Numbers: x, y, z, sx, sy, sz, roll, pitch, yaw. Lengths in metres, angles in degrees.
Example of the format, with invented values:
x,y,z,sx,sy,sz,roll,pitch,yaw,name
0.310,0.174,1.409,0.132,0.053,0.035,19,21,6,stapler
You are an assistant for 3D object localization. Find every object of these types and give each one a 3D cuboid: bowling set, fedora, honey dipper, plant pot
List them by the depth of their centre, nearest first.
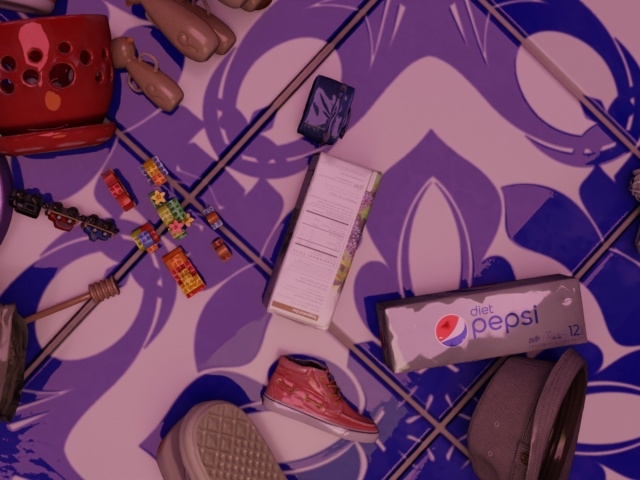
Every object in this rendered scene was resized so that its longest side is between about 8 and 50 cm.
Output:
x,y,z,sx,sy,sz,roll,pitch,yaw,name
-0.364,-0.204,1.478,0.191,0.191,0.174,-8,96,-5,plant pot
-0.171,-0.333,1.524,0.154,0.200,0.287,42,131,-2,bowling set
-0.362,0.093,1.575,0.161,0.030,0.030,-23,95,-2,honey dipper
0.286,0.272,1.581,0.124,0.244,0.275,16,120,25,fedora

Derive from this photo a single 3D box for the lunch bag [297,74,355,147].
x,y,z,sx,sy,sz,roll,pitch,yaw,name
0.010,-0.179,1.578,0.065,0.067,0.098,18,92,-6,lunch bag

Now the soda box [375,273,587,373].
x,y,z,sx,sy,sz,roll,pitch,yaw,name
0.229,0.117,1.605,0.286,0.091,0.098,-9,93,-5,soda box

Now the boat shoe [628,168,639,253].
x,y,z,sx,sy,sz,roll,pitch,yaw,name
0.493,-0.086,1.634,0.081,0.079,0.227,21,85,0,boat shoe

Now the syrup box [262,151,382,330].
x,y,z,sx,sy,sz,roll,pitch,yaw,name
0.000,0.000,1.574,0.096,0.093,0.237,18,91,-7,syrup box

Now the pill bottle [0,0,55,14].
x,y,z,sx,sy,sz,roll,pitch,yaw,name
-0.400,-0.421,1.496,0.121,0.121,0.216,10,93,-6,pill bottle

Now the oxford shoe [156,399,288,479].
x,y,z,sx,sy,sz,roll,pitch,yaw,name
-0.092,0.427,1.575,0.169,0.130,0.449,-36,103,-43,oxford shoe

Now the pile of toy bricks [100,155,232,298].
x,y,z,sx,sy,sz,roll,pitch,yaw,name
-0.207,-0.027,1.545,0.118,0.105,0.212,-34,96,-3,pile of toy bricks

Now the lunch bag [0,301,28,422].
x,y,z,sx,sy,sz,roll,pitch,yaw,name
-0.508,0.155,1.441,0.235,0.287,0.169,7,77,-10,lunch bag

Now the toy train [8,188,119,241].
x,y,z,sx,sy,sz,roll,pitch,yaw,name
-0.355,-0.031,1.547,0.158,0.027,0.036,21,76,-25,toy train

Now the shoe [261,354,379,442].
x,y,z,sx,sy,sz,roll,pitch,yaw,name
0.010,0.226,1.601,0.178,0.063,0.081,20,96,-2,shoe

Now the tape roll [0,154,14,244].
x,y,z,sx,sy,sz,roll,pitch,yaw,name
-0.562,-0.061,1.515,0.275,0.090,0.274,0,93,-7,tape roll
